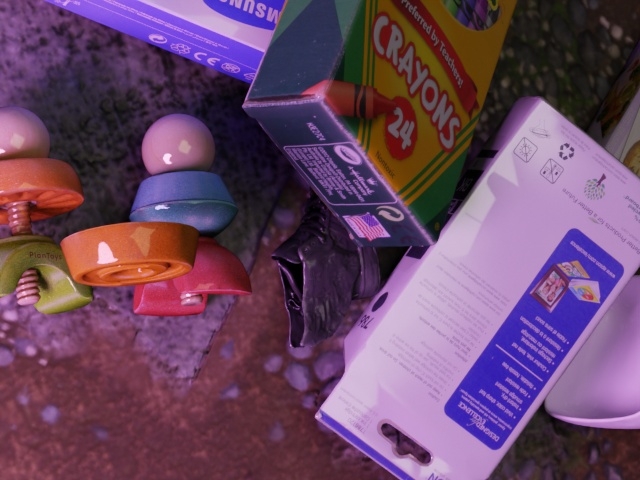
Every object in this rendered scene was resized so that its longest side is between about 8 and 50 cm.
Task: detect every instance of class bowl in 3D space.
[{"bbox_3d":[0.272,0.104,1.697,0.053,0.142,0.142,34,69,-28],"label":"bowl"}]

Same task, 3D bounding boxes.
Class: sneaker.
[{"bbox_3d":[-0.001,0.000,1.633,0.089,0.051,0.170,-12,91,-30],"label":"sneaker"}]

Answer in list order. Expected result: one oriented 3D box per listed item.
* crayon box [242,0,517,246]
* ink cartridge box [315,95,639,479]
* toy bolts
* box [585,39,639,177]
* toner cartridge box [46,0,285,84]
[{"bbox_3d":[0.064,-0.180,1.598,0.202,0.081,0.318,49,50,-43],"label":"crayon box"},{"bbox_3d":[0.143,0.056,1.659,0.165,0.065,0.332,39,82,-15],"label":"ink cartridge box"},{"bbox_3d":[-0.147,-0.036,1.505,0.228,0.218,0.158,5,74,-42],"label":"toy bolts"},{"bbox_3d":[0.326,-0.161,1.797,0.067,0.063,0.324,39,69,-15],"label":"box"},{"bbox_3d":[-0.143,-0.256,1.581,0.348,0.075,0.165,20,70,-21],"label":"toner cartridge box"}]
